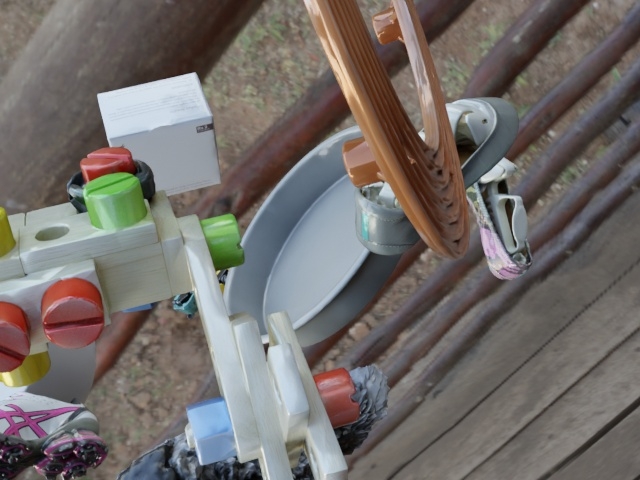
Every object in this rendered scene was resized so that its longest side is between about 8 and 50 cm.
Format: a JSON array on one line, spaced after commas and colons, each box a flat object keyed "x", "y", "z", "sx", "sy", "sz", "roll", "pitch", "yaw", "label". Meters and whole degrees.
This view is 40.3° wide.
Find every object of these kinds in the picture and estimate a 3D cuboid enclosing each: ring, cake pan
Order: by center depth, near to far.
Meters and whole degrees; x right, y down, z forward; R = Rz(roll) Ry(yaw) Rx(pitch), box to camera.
[{"x": 0.011, "y": -0.148, "z": 0.453, "sx": 0.032, "sy": 0.336, "sz": 0.337, "roll": -18, "pitch": 76, "yaw": 16, "label": "ring"}, {"x": 0.000, "y": 0.000, "z": 1.001, "sx": 0.293, "sy": 0.054, "sz": 0.293, "roll": -38, "pitch": 31, "yaw": 28, "label": "cake pan"}]

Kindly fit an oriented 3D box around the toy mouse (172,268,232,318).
[{"x": -0.147, "y": 0.056, "z": 1.154, "sx": 0.143, "sy": 0.031, "sz": 0.161, "roll": -19, "pitch": 31, "yaw": 47, "label": "toy mouse"}]

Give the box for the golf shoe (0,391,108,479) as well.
[{"x": -0.300, "y": 0.186, "z": 0.840, "sx": 0.067, "sy": 0.186, "sz": 0.086, "roll": -52, "pitch": 51, "yaw": 20, "label": "golf shoe"}]

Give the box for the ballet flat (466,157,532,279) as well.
[{"x": 0.237, "y": -0.057, "z": 1.173, "sx": 0.079, "sy": 0.076, "sz": 0.222, "roll": -27, "pitch": 79, "yaw": 56, "label": "ballet flat"}]

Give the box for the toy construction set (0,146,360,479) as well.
[{"x": -0.144, "y": 0.053, "z": 0.419, "sx": 0.215, "sy": 0.327, "sz": 0.151, "roll": -125, "pitch": 39, "yaw": -59, "label": "toy construction set"}]

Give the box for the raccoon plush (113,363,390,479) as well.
[{"x": -0.017, "y": 0.299, "z": 0.777, "sx": 0.299, "sy": 0.446, "sz": 0.216, "roll": 58, "pitch": 145, "yaw": 15, "label": "raccoon plush"}]

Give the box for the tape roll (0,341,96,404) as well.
[{"x": -0.438, "y": 0.151, "z": 1.135, "sx": 0.246, "sy": 0.169, "sz": 0.246, "roll": -3, "pitch": 74, "yaw": 9, "label": "tape roll"}]

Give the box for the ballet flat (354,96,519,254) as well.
[{"x": 0.102, "y": -0.073, "z": 0.722, "sx": 0.072, "sy": 0.068, "sz": 0.213, "roll": 24, "pitch": 55, "yaw": 31, "label": "ballet flat"}]

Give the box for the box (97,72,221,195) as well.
[{"x": -0.282, "y": -0.178, "z": 1.547, "sx": 0.180, "sy": 0.182, "sz": 0.119, "roll": -15, "pitch": 55, "yaw": -11, "label": "box"}]
